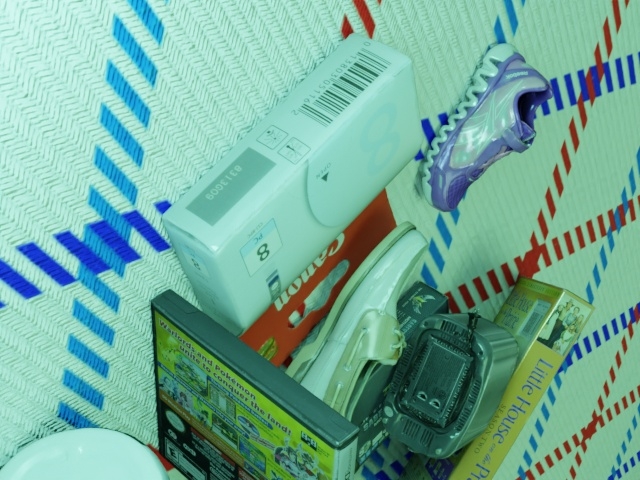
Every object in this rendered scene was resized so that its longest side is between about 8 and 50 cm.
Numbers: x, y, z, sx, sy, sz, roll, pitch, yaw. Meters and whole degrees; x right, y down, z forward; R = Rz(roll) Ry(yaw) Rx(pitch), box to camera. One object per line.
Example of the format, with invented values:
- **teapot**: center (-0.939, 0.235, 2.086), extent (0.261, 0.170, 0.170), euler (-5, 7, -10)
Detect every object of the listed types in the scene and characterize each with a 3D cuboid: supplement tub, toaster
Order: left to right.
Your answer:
- **supplement tub**: center (-0.221, 0.351, 1.292), extent (0.193, 0.194, 0.316), euler (-43, 147, -25)
- **toaster**: center (0.188, 0.187, 1.717), extent (0.146, 0.129, 0.227), euler (-3, 116, -61)

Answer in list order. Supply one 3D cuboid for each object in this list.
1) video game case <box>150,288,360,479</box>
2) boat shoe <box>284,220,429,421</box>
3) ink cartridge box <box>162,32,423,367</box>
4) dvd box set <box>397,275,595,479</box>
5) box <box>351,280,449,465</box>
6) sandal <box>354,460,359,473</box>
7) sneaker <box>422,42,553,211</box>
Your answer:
- **video game case**: center (-0.075, 0.213, 1.301), extent (0.035, 0.275, 0.248), euler (-32, 142, -35)
- **boat shoe**: center (0.059, 0.121, 1.572), extent (0.302, 0.103, 0.113), euler (-57, 163, 5)
- **ink cartridge box**: center (0.000, 0.000, 1.410), extent (0.308, 0.091, 0.385), euler (-47, 148, -20)
- **dvd box set**: center (0.260, 0.255, 1.928), extent (0.420, 0.062, 0.307), euler (-59, -176, 0)
- **box**: center (0.096, 0.195, 1.769), extent (0.233, 0.059, 0.183), euler (-43, 146, -27)
- **sandal**: center (-0.024, 0.306, 1.560), extent (0.120, 0.086, 0.303), euler (-46, 169, 0)
- **sneaker**: center (0.222, -0.136, 1.610), extent (0.236, 0.104, 0.095), euler (-60, 152, 5)
